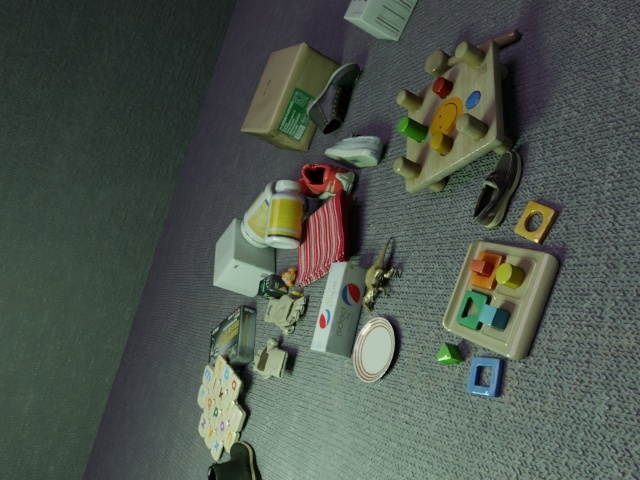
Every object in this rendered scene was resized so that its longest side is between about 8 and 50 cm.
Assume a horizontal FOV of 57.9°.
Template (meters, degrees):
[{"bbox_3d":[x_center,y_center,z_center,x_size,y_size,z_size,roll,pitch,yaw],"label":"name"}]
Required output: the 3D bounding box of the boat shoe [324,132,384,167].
[{"bbox_3d":[0.096,-0.249,1.574,0.227,0.079,0.081,13,74,58],"label":"boat shoe"}]

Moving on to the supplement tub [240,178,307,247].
[{"bbox_3d":[-0.151,-0.081,1.818,0.199,0.144,0.144,-45,35,38],"label":"supplement tub"}]

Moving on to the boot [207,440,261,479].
[{"bbox_3d":[-0.243,0.587,1.526,0.077,0.137,0.198,-67,27,4],"label":"boot"}]

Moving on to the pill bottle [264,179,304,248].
[{"bbox_3d":[-0.100,-0.074,1.652,0.103,0.103,0.184,-15,65,58],"label":"pill bottle"}]

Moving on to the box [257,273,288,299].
[{"bbox_3d":[-0.142,0.142,1.735,0.083,0.062,0.052,-31,44,50],"label":"box"}]

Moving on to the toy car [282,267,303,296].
[{"bbox_3d":[-0.080,0.114,1.665,0.060,0.040,0.122,-66,27,5],"label":"toy car"}]

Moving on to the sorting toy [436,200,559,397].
[{"bbox_3d":[0.294,0.089,0.994,0.196,0.047,0.347,17,86,63],"label":"sorting toy"}]

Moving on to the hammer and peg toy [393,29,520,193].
[{"bbox_3d":[0.275,-0.301,1.213,0.266,0.127,0.361,-30,46,51],"label":"hammer and peg toy"}]

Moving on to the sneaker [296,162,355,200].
[{"bbox_3d":[-0.008,-0.183,1.658,0.279,0.118,0.107,3,73,62],"label":"sneaker"}]

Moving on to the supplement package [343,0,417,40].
[{"bbox_3d":[0.195,-0.712,1.642,0.244,0.134,0.139,-64,27,10],"label":"supplement package"}]

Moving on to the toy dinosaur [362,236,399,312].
[{"bbox_3d":[0.130,0.073,1.299,0.092,0.053,0.183,11,81,64],"label":"toy dinosaur"}]

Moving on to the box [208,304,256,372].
[{"bbox_3d":[-0.290,0.338,1.876,0.231,0.056,0.183,-41,38,43],"label":"box"}]

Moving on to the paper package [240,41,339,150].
[{"bbox_3d":[-0.110,-0.494,2.013,0.309,0.168,0.325,23,91,63],"label":"paper package"}]

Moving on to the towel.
[{"bbox_3d":[0.000,0.000,1.557,0.275,0.031,0.199,-36,49,56],"label":"towel"}]

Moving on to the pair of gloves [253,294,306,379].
[{"bbox_3d":[-0.117,0.271,1.625,0.204,0.042,0.240,-22,51,59],"label":"pair of gloves"}]

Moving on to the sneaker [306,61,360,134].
[{"bbox_3d":[0.062,-0.431,1.774,0.222,0.083,0.118,-49,51,21],"label":"sneaker"}]

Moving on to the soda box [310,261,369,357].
[{"bbox_3d":[0.047,0.162,1.365,0.069,0.074,0.216,-7,65,60],"label":"soda box"}]

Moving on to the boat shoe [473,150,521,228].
[{"bbox_3d":[0.325,-0.099,1.067,0.056,0.049,0.152,6,76,62],"label":"boat shoe"}]

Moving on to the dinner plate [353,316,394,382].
[{"bbox_3d":[0.118,0.235,1.246,0.141,0.017,0.141,-42,37,43],"label":"dinner plate"}]

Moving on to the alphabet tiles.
[{"bbox_3d":[-0.306,0.506,1.762,0.284,0.021,0.278,34,111,53],"label":"alphabet tiles"}]

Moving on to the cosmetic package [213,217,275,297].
[{"bbox_3d":[-0.248,0.057,1.892,0.151,0.151,0.183,-47,33,38],"label":"cosmetic package"}]

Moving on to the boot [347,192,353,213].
[{"bbox_3d":[0.044,-0.086,1.580,0.118,0.042,0.087,-64,27,12],"label":"boot"}]
